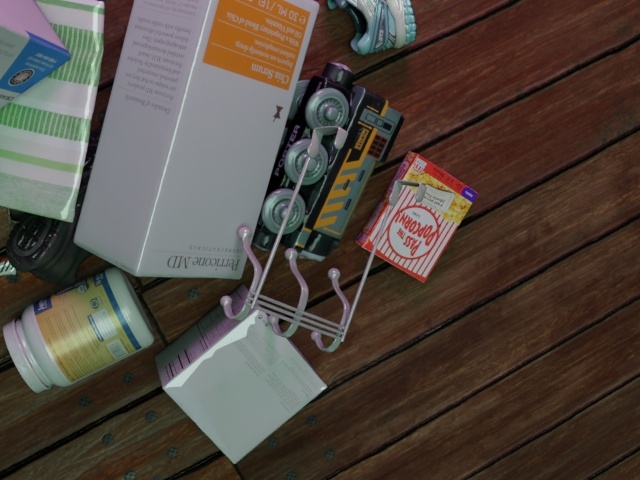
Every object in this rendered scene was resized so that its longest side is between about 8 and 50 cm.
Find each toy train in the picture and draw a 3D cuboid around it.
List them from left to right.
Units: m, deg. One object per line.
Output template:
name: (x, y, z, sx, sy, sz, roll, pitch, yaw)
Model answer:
toy train: (0.003, -0.123, 1.371, 0.190, 0.142, 0.334, 21, 97, -30)

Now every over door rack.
over door rack: (0.000, 0.000, 1.293, 0.239, 0.108, 0.324, 26, 94, -45)

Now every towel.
towel: (-0.451, -0.210, 1.194, 0.248, 0.038, 0.325, 12, 92, 4)

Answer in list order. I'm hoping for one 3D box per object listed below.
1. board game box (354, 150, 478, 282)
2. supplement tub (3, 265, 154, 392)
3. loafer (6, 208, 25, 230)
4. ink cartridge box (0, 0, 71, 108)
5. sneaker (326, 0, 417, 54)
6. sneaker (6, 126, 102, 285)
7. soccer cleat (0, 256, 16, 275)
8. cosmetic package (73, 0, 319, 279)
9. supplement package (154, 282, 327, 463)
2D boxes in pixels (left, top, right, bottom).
board game box: (0.174, -0.041, 1.484, 0.146, 0.045, 0.193, 29, 93, -21)
supplement tub: (-0.384, 0.144, 1.306, 0.199, 0.144, 0.144, -26, 109, -10)
loafer: (-0.465, -0.030, 1.290, 0.056, 0.050, 0.148, -27, 109, -9)
ink cartridge box: (-0.565, -0.209, 1.042, 0.395, 0.285, 0.166, -34, 90, 5)
sneaker: (0.061, -0.435, 1.324, 0.122, 0.110, 0.283, -25, 109, -6)
sneaker: (-0.370, -0.057, 1.292, 0.286, 0.109, 0.130, -56, 148, -13)
soccer cleat: (-0.507, 0.046, 1.308, 0.083, 0.029, 0.036, -34, 106, -12)
cosmetic package: (-0.185, -0.180, 1.231, 0.230, 0.161, 0.453, 4, 105, -53)
supplement package: (-0.139, 0.223, 1.396, 0.203, 0.149, 0.194, -39, 110, -5)
